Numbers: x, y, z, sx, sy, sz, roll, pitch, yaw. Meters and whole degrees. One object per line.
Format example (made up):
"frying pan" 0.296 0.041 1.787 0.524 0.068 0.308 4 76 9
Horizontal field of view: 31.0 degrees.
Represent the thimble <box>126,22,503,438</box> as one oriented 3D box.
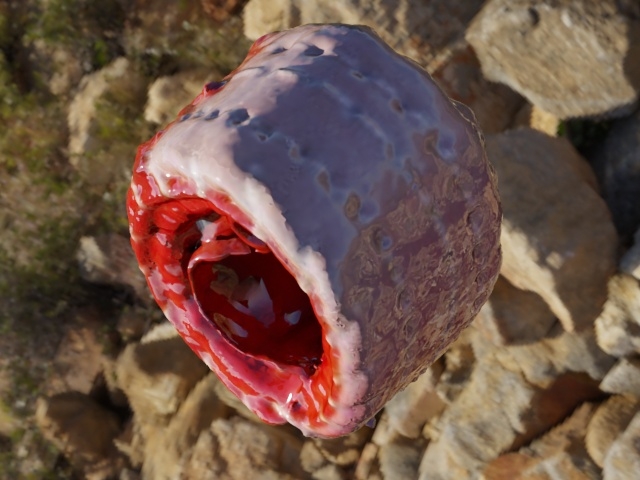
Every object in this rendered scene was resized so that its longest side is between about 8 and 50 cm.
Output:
"thimble" -0.003 -0.006 0.566 0.163 0.190 0.125 29 57 28
